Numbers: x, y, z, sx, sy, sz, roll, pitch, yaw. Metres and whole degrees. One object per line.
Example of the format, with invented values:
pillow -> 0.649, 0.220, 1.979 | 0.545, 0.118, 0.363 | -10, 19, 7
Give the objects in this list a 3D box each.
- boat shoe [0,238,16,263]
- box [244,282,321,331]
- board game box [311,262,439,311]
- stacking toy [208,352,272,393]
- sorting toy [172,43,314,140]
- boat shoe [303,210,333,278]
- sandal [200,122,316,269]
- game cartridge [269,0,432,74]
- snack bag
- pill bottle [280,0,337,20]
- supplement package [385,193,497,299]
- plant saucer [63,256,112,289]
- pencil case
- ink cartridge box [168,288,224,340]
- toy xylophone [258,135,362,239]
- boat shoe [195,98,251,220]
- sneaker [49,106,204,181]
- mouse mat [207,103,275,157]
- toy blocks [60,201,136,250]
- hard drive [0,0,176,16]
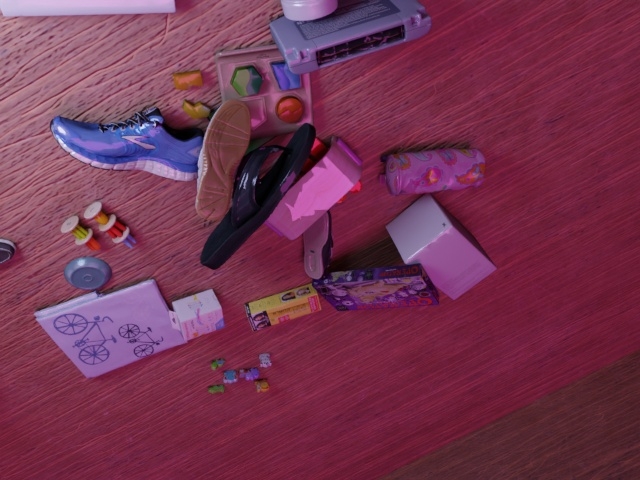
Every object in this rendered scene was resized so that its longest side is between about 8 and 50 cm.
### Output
boat shoe -> -0.856, 0.056, 1.247 | 0.228, 0.068, 0.081 | -14, 133, -9
box -> -0.119, 0.215, 1.667 | 0.232, 0.058, 0.087 | -17, 132, -7
board game box -> 0.171, 0.152, 1.606 | 0.347, 0.056, 0.208 | -8, 151, 26
stacking toy -> -0.283, 0.484, 1.843 | 0.221, 0.052, 0.167 | -3, 129, -18
sorting toy -> -0.166, -0.325, 1.188 | 0.307, 0.041, 0.229 | -12, 132, -11
boat shoe -> 0.000, 0.000, 1.531 | 0.079, 0.084, 0.233 | -35, 140, -45
sandal -> -0.173, -0.106, 1.228 | 0.107, 0.167, 0.446 | 32, 113, -25
game cartridge -> 0.053, -0.443, 1.069 | 0.297, 0.198, 0.062 | -18, 132, -4
snack bag -> -0.603, 0.260, 1.542 | 0.343, 0.037, 0.323 | -20, 134, -8
pill bottle -> -0.041, -0.566, 0.962 | 0.152, 0.152, 0.272 | -18, 134, -5
supplement package -> 0.374, 0.021, 1.605 | 0.177, 0.175, 0.293 | -40, 131, 18
plant saucer -> -0.628, 0.096, 1.399 | 0.119, 0.021, 0.119 | -11, 132, -12
pencil case -> 0.313, -0.191, 1.445 | 0.284, 0.124, 0.124 | -8, 131, -13
ink cartridge box -> -0.371, 0.225, 1.542 | 0.143, 0.090, 0.092 | -19, 134, -21
toy xylophone -> -0.047, -0.146, 1.362 | 0.323, 0.081, 0.236 | -34, 117, 13
boat shoe -> -0.235, -0.188, 1.190 | 0.098, 0.096, 0.277 | 15, 97, -24
sneaker -> -0.412, -0.235, 1.142 | 0.330, 0.130, 0.147 | 4, 120, -34
mouse mat -> -0.156, -0.297, 1.249 | 0.190, 0.007, 0.152 | -32, 133, 6
toy blocks -> -0.554, -0.014, 1.311 | 0.123, 0.054, 0.148 | -30, 133, 5
hard drive -> -0.432, -0.516, 0.933 | 0.308, 0.040, 0.203 | -8, 131, -14
